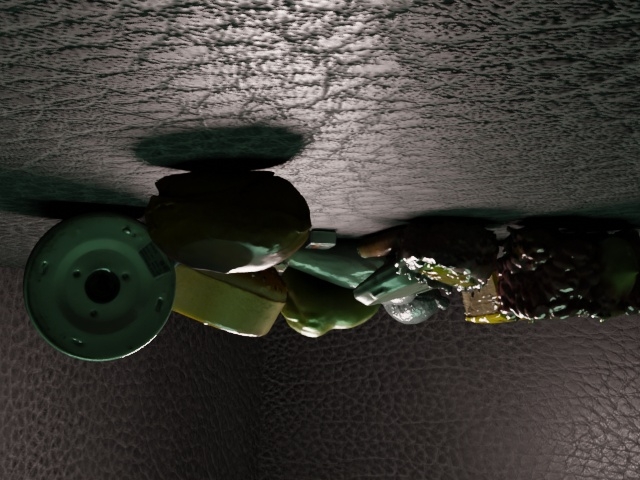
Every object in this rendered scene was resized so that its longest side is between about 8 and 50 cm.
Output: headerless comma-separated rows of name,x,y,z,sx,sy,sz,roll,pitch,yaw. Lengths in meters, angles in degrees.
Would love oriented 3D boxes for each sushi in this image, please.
sushi,0.249,0.031,1.506,0.241,0.108,0.161,25,163,-39
sushi,0.443,0.055,1.467,0.270,0.171,0.236,2,174,-26

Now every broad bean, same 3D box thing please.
broad bean,0.020,0.116,1.960,0.238,0.119,0.291,21,-145,19

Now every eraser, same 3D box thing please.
eraser,0.000,0.000,1.734,0.052,0.029,0.122,2,174,-7

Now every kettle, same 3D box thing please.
kettle,-0.381,0.054,1.566,0.319,0.247,0.342,-23,-170,-17

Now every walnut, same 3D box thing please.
walnut,-0.115,-0.025,1.041,0.245,0.137,0.137,-2,173,34

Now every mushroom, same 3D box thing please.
mushroom,0.015,0.045,1.853,0.270,0.103,0.118,8,174,-8

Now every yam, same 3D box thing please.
yam,0.129,0.006,1.675,0.046,0.046,0.264,3,175,-15

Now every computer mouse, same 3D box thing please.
computer mouse,0.195,0.052,1.705,0.197,0.095,0.330,-33,165,33

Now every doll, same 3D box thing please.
doll,0.189,0.097,2.243,0.340,0.158,0.245,38,162,-27

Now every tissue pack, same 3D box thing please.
tissue pack,0.456,0.098,1.852,0.270,0.134,0.192,-9,176,-15

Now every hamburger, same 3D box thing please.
hamburger,-0.212,0.086,1.796,0.300,0.176,0.300,20,178,1

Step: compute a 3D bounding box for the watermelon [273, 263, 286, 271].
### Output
watermelon,-0.168,0.061,2.249,0.155,0.080,0.101,-12,-176,8
